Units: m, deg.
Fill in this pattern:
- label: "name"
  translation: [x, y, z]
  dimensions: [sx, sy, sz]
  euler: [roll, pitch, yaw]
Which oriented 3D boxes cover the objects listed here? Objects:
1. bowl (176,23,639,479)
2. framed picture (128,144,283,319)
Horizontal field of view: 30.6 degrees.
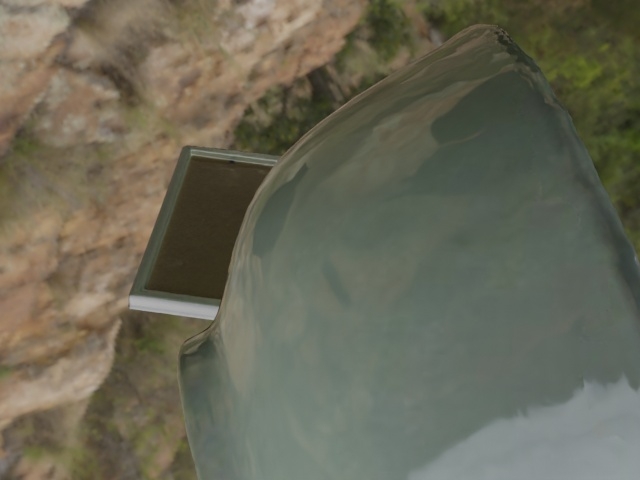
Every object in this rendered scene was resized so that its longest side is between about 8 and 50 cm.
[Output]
- label: "bowl"
  translation: [0.034, 0.077, 0.438]
  dimensions: [0.146, 0.289, 0.289]
  euler: [-17, 157, 0]
- label: "framed picture"
  translation: [0.000, 0.000, 1.015]
  dimensions: [0.289, 0.211, 0.020]
  euler: [7, 132, 3]
